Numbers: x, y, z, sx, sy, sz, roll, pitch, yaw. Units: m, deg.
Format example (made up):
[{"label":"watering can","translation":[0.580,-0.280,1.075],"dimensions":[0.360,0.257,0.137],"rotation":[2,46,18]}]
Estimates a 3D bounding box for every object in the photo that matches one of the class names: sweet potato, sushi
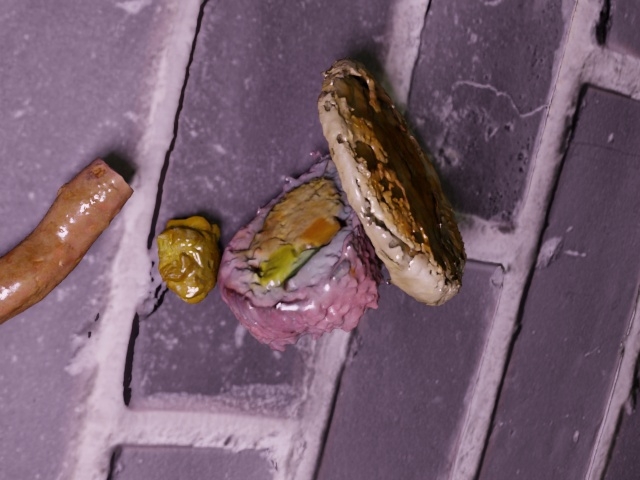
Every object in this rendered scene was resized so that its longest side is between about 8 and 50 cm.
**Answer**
[{"label":"sweet potato","translation":[-0.283,0.041,0.834],"dimensions":[0.281,0.059,0.067],"rotation":[-46,154,-8]},{"label":"sushi","translation":[-0.018,0.007,0.935],"dimensions":[0.161,0.241,0.107],"rotation":[-17,130,16]}]

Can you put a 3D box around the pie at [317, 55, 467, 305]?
[{"label":"pie","translation":[0.073,-0.059,0.918],"dimensions":[0.055,0.274,0.274],"rotation":[-25,119,19]}]

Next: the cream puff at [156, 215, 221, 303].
[{"label":"cream puff","translation":[-0.133,0.019,0.917],"dimensions":[0.058,0.083,0.083],"rotation":[-4,125,17]}]
